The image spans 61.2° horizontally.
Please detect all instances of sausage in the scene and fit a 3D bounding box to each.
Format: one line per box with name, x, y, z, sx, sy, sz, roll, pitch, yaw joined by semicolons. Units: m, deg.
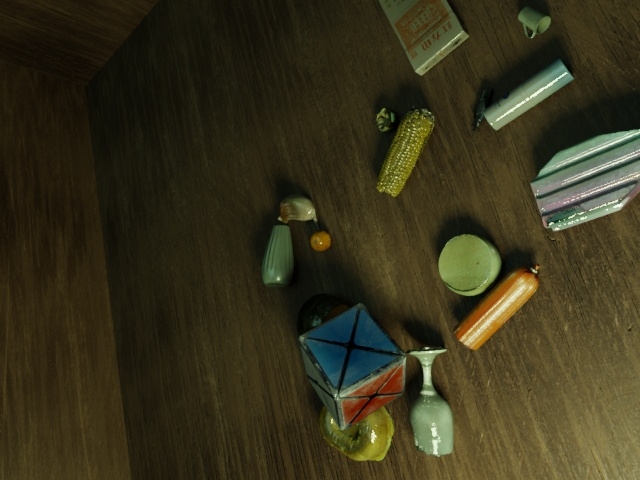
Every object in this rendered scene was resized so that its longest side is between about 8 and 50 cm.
sausage;0.518;0.182;1.558;0.312;0.093;0.093;-52;55;22

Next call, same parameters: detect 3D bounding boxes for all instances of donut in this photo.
donut;0.116;0.614;1.819;0.262;0.128;0.208;12;91;40

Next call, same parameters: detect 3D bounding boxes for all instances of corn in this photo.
corn;0.280;-0.301;1.819;0.115;0.115;0.317;35;107;38

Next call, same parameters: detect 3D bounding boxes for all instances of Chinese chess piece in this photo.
Chinese chess piece;0.452;0.074;1.639;0.189;0.083;0.188;-10;74;39

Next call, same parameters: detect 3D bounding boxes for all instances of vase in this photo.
vase;-0.164;0.058;2.148;0.128;0.128;0.247;-11;67;39

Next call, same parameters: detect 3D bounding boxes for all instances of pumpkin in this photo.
pumpkin;0.030;0.325;1.965;0.139;0.190;0.280;17;138;41

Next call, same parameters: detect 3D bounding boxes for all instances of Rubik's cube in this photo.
Rubik's cube;0.101;0.395;1.717;0.260;0.260;0.254;54;161;38

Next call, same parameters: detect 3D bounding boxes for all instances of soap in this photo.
soap;0.727;-0.168;1.414;0.324;0.109;0.192;-25;69;37

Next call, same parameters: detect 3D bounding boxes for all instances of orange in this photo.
orange;0.000;0.001;2.037;0.084;0.084;0.083;-7;80;40

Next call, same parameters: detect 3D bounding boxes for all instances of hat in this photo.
hat;0.239;-0.423;1.905;0.076;0.059;0.077;-44;51;47

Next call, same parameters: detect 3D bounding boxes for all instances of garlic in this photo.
garlic;-0.079;-0.116;2.131;0.198;0.091;0.128;11;106;35

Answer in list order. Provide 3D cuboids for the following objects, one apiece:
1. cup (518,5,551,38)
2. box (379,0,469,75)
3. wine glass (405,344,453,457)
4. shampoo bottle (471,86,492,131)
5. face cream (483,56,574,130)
cup;0.634;-0.649;1.609;0.055;0.074;0.083;-30;55;-7
box;0.346;-0.771;1.863;0.205;0.051;0.364;-35;63;32
wine glass;0.334;0.480;1.643;0.144;0.144;0.320;-11;77;39
shampoo bottle;0.505;-0.410;1.692;0.048;0.027;0.137;19;96;54
face cream;0.602;-0.424;1.577;0.250;0.077;0.077;-34;63;32
